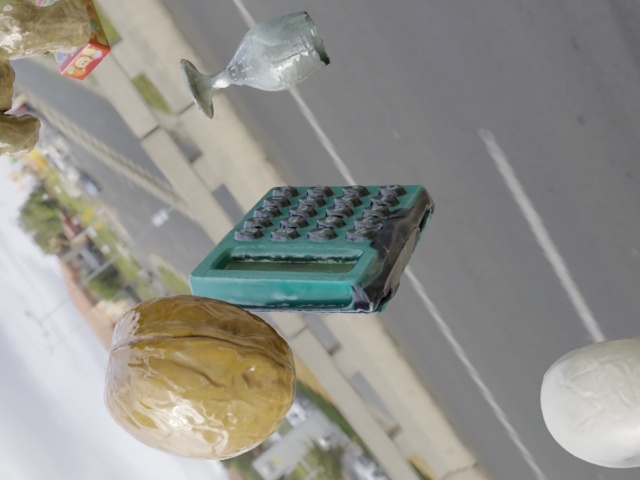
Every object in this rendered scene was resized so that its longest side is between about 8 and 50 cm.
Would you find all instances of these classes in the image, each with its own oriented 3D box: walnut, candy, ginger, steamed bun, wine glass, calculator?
[{"bbox_3d":[-0.122,0.139,1.119,0.197,0.165,0.165,17,-165,-36],"label":"walnut"},{"bbox_3d":[-0.303,-0.263,1.350,0.038,0.062,0.122,11,-131,-50],"label":"candy"},{"bbox_3d":[-0.312,-0.132,1.031,0.065,0.258,0.149,20,139,49],"label":"ginger"},{"bbox_3d":[0.393,0.209,1.376,0.177,0.228,0.131,64,-161,-48],"label":"steamed bun"},{"bbox_3d":[-0.112,-0.304,1.903,0.126,0.241,0.126,-23,-90,-79],"label":"wine glass"},{"bbox_3d":[0.000,0.000,1.335,0.248,0.274,0.058,1,120,25],"label":"calculator"}]
